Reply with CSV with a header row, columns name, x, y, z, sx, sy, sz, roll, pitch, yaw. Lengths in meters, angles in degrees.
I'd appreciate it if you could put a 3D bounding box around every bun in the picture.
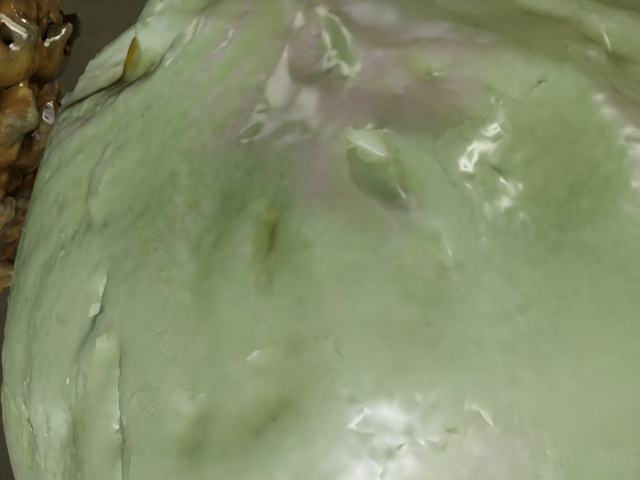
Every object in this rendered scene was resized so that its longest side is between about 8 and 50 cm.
name,x,y,z,sx,sy,sz,roll,pitch,yaw
bun,0.000,0.000,0.566,0.283,0.179,0.283,-26,36,20

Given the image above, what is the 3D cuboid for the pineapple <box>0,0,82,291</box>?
name,x,y,z,sx,sy,sz,roll,pitch,yaw
pineapple,-0.171,-0.092,0.558,0.202,0.362,0.202,6,62,-12
